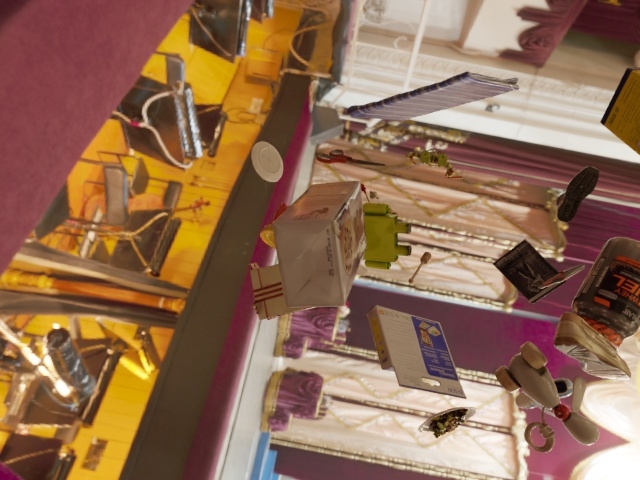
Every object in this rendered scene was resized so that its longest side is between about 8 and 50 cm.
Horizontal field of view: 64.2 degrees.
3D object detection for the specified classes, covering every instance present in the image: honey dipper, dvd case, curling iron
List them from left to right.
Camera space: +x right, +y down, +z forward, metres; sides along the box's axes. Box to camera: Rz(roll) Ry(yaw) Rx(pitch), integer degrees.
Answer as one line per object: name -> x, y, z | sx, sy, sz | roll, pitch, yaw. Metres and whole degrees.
honey dipper -> 0.336, 0.093, 1.734 | 0.160, 0.030, 0.030 | -47, 156, -43
dvd case -> 0.808, 0.122, 1.978 | 0.164, 0.221, 0.018 | -47, 174, 35
curling iron -> 0.855, 0.126, 1.840 | 0.068, 0.274, 0.035 | 32, -45, 59

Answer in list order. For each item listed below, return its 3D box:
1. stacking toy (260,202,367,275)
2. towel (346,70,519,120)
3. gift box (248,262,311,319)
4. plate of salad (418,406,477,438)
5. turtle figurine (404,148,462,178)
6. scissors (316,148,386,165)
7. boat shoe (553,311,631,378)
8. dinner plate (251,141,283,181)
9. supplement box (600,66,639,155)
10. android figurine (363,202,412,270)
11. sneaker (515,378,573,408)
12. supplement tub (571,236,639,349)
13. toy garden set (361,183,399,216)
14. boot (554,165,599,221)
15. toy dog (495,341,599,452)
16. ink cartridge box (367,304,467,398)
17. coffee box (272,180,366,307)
stacking toy -> 0.000, 0.000, 1.635 | 0.309, 0.280, 0.130 | 45, 54, -36
towel -> 0.255, -0.337, 1.194 | 0.336, 0.243, 0.040 | -4, -85, 46
gift box -> -0.167, 0.203, 2.234 | 0.276, 0.258, 0.255 | 10, 67, -60
plate of salad -> 0.411, 0.585, 1.636 | 0.200, 0.200, 0.048 | 101, -22, -50
turtle figurine -> 0.487, -0.334, 2.147 | 0.087, 0.270, 0.217 | -65, 173, 7
scissors -> 0.098, -0.275, 1.788 | 0.297, 0.109, 0.021 | 31, -43, 50
boat shoe -> 0.826, 0.322, 1.525 | 0.122, 0.341, 0.110 | -14, -131, 50
dinner plate -> -0.172, -0.264, 1.699 | 0.017, 0.141, 0.141 | -19, -131, 40
supplement box -> 1.051, -0.346, 1.505 | 0.356, 0.195, 0.194 | -109, -162, -44
android figurine -> 0.191, -0.013, 1.825 | 0.056, 0.273, 0.248 | -32, 121, -57
sneaker -> 0.902, 0.615, 2.072 | 0.086, 0.237, 0.085 | 47, 25, -37
supplement tub -> 0.982, 0.176, 1.694 | 0.338, 0.207, 0.207 | -58, 177, -7
toy garden set -> 0.199, -0.132, 2.187 | 0.204, 0.244, 0.049 | -34, -172, 30
boot -> 0.851, -0.173, 1.725 | 0.198, 0.077, 0.137 | -64, 176, 26
toy dog -> 0.697, 0.461, 1.577 | 0.161, 0.220, 0.333 | -18, 82, -60
ink cartridge box -> 0.321, 0.386, 1.720 | 0.072, 0.304, 0.307 | -48, -144, 36
coffee box -> 0.011, -0.005, 1.036 | 0.297, 0.119, 0.168 | -56, 141, -67
